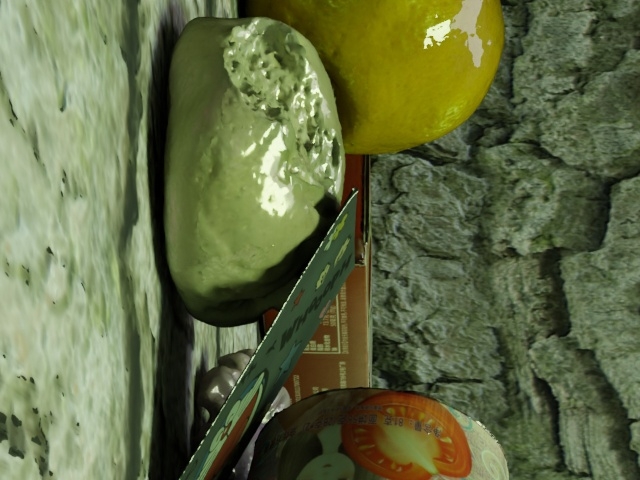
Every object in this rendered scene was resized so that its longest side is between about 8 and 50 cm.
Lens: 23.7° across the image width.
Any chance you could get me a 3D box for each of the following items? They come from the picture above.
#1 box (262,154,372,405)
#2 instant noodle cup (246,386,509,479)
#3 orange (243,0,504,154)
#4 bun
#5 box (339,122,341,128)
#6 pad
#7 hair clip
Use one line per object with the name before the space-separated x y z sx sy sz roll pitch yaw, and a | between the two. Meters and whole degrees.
box | 0.000 0.000 1.822 0.385 0.122 0.344 87 4 -52
instant noodle cup | 0.032 0.249 1.041 0.231 0.243 0.243 -80 170 -46
orange | 0.047 -0.215 1.508 0.279 0.235 0.279 43 -25 26
bun | -0.041 -0.048 1.028 0.237 0.116 0.210 87 4 -79
box | -0.033 -0.106 1.338 0.177 0.111 0.111 79 11 -74
pad | -0.036 0.091 1.022 0.245 0.006 0.170 -58 169 -17
hair clip | -0.054 0.215 1.240 0.300 0.069 0.173 86 7 -56
